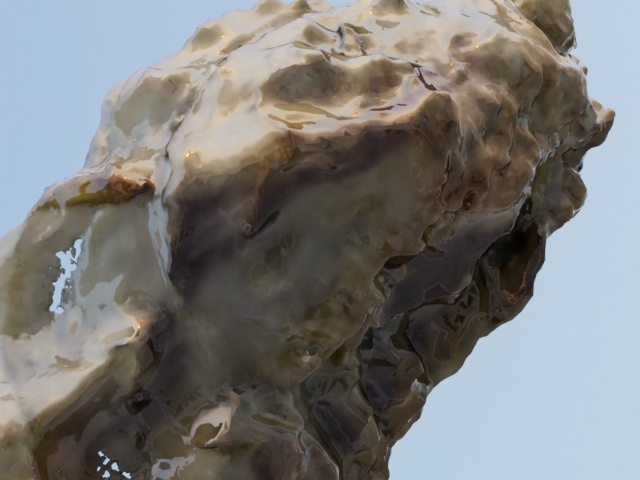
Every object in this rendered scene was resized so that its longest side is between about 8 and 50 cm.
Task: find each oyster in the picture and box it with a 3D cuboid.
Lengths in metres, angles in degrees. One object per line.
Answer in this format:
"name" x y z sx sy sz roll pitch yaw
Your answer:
"oyster" -0.001 -0.003 0.780 0.201 0.107 0.354 41 -117 -12
